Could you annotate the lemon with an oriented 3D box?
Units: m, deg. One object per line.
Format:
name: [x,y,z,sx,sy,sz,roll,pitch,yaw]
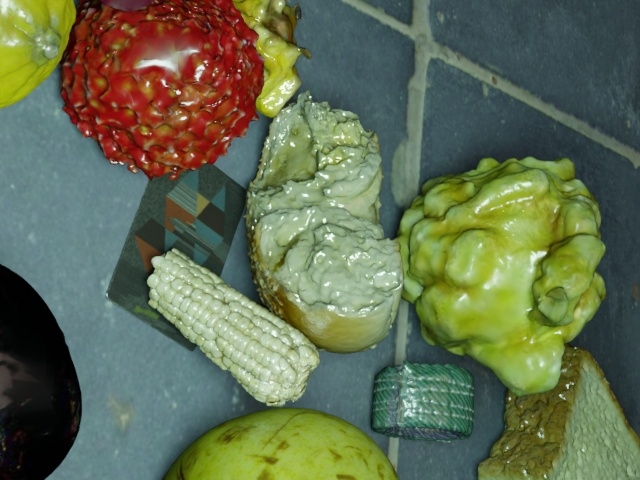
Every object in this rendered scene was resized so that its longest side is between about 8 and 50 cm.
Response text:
lemon: [-0.318,-0.204,1.098,0.192,0.231,0.192,-42,148,-35]

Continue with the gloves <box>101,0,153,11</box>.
gloves: [-0.239,-0.313,1.198,0.145,0.241,0.126,-5,125,-39]

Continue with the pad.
pad: [-0.155,0.001,1.411,0.143,0.003,0.211,37,59,-39]

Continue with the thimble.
thimble: [0.132,0.208,1.623,0.135,0.118,0.090,12,71,-31]

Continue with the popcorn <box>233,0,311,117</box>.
popcorn: [-0.085,-0.217,1.424,0.148,0.152,0.167,-46,121,-73]

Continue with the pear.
pear: [-0.041,0.310,1.309,0.283,0.283,0.283,8,79,-48]

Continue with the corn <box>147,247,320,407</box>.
corn: [-0.099,0.096,1.356,0.211,0.087,0.087,35,47,12]

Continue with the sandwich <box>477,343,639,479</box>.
sandwich: [0.345,0.347,1.822,0.262,0.131,0.325,56,42,-29]

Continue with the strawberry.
strawberry: [-0.155,-0.187,1.263,0.234,0.178,0.234,1,86,-12]

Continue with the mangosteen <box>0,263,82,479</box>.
mangosteen: [-0.325,0.121,1.059,0.243,0.243,0.243,8,79,-48]

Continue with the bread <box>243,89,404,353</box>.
bread: [0.000,-0.001,1.455,0.192,0.171,0.314,91,-8,-57]

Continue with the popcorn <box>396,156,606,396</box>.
popcorn: [0.234,0.022,1.636,0.335,0.279,0.274,-28,134,-64]
